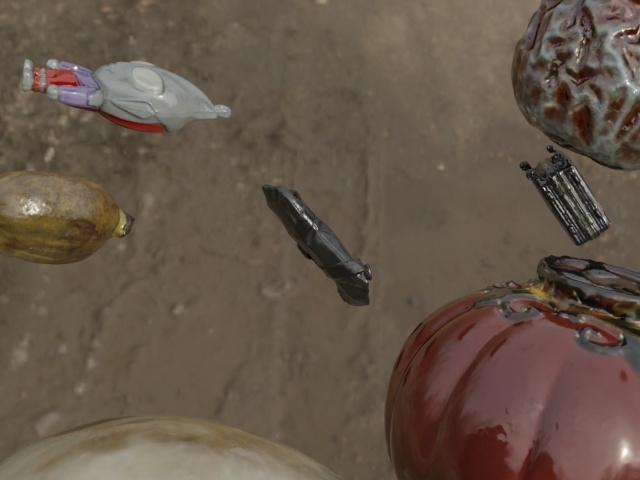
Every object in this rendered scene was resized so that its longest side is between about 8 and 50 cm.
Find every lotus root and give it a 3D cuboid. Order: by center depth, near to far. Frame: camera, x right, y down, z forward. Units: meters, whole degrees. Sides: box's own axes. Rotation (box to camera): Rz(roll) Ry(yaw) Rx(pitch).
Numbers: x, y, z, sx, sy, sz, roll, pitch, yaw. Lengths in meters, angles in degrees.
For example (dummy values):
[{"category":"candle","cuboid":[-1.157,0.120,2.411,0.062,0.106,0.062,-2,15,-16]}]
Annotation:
[{"category":"lotus root","cuboid":[-0.380,-0.033,1.726,0.260,0.145,0.128,4,68,-46]}]

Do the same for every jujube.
[{"category":"jujube","cuboid":[0.353,-0.231,1.328,0.226,0.226,0.317,31,86,31]}]

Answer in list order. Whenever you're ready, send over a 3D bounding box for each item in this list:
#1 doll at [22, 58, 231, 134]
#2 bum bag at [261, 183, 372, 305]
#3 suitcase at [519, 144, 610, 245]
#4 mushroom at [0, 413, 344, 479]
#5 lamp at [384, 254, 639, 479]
[{"category":"doll","cuboid":[-0.207,-0.157,1.296,0.228,0.075,0.102,9,25,-15]},{"category":"bum bag","cuboid":[0.000,0.000,1.479,0.049,0.087,0.197,-41,88,-15]},{"category":"suitcase","cuboid":[0.316,-0.056,1.538,0.059,0.126,0.086,-33,10,10]},{"category":"mushroom","cuboid":[-0.087,0.253,0.648,0.298,0.297,0.290,9,54,10]},{"category":"lamp","cuboid":[0.199,0.149,0.947,0.303,0.256,0.303,10,12,-2]}]
